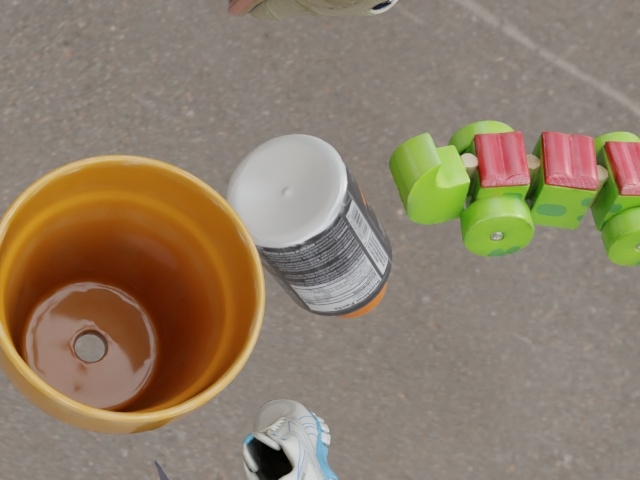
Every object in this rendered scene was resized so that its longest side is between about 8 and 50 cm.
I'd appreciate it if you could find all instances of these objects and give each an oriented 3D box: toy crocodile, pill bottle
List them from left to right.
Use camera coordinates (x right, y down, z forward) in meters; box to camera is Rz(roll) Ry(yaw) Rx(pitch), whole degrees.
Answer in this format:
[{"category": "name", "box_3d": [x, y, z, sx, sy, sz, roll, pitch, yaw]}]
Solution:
[{"category": "pill bottle", "box_3d": [0.000, 0.000, 1.238, 0.130, 0.130, 0.246, -66, 154, -17]}, {"category": "toy crocodile", "box_3d": [0.227, -0.054, 1.061, 0.340, 0.105, 0.115, 3, 56, -9]}]

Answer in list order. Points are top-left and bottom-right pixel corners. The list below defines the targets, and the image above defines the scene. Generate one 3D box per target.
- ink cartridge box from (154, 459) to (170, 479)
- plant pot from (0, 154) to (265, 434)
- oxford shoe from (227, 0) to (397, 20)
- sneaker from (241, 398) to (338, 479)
[{"category": "ink cartridge box", "box_3d": [-0.140, 0.452, 1.299, 0.071, 0.330, 0.324, -15, 104, -20]}, {"category": "plant pot", "box_3d": [-0.167, 0.063, 0.924, 0.205, 0.188, 0.205, 7, 67, -18]}, {"category": "oxford shoe", "box_3d": [0.006, -0.245, 1.041, 0.146, 0.397, 0.141, 18, 99, -11]}, {"category": "sneaker", "box_3d": [-0.035, 0.181, 1.007, 0.071, 0.191, 0.083, -44, 114, 5]}]
